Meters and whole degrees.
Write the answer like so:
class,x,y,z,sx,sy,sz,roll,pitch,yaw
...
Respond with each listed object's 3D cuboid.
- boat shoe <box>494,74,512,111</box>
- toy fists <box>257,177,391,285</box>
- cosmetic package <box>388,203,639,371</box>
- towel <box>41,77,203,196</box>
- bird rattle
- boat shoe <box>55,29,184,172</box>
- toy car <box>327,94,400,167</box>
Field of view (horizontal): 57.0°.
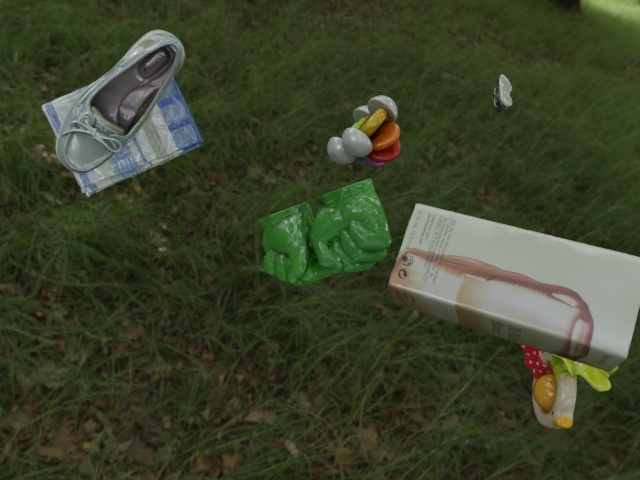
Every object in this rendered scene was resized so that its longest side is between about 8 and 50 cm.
class,x,y,z,sx,sy,sz,roll,pitch,yaw
boat shoe,0.462,-0.374,1.502,0.046,0.038,0.125,28,48,-23
toy fists,0.000,0.000,1.006,0.096,0.279,0.142,-23,94,-49
cosmetic package,0.259,0.063,0.798,0.296,0.129,0.153,15,-14,24
towel,-0.421,-0.245,1.272,0.284,0.209,0.034,-27,15,-15
bird rattle,0.481,0.286,1.238,0.143,0.207,0.253,12,-9,-7
boat shoe,-0.368,-0.250,1.080,0.118,0.320,0.103,43,5,-27
toy car,0.116,-0.231,1.357,0.136,0.182,0.159,43,70,-14
